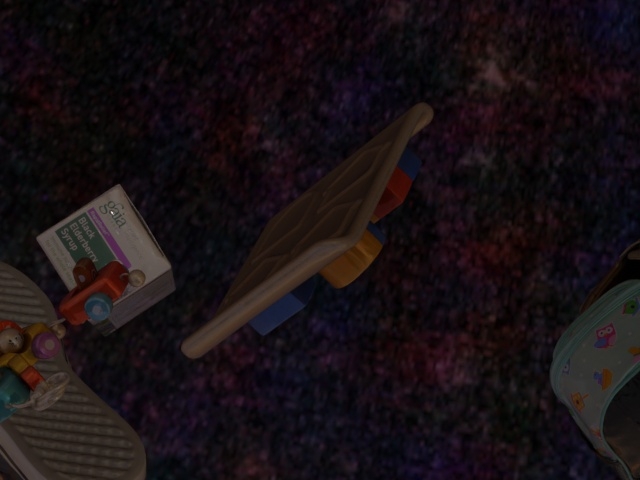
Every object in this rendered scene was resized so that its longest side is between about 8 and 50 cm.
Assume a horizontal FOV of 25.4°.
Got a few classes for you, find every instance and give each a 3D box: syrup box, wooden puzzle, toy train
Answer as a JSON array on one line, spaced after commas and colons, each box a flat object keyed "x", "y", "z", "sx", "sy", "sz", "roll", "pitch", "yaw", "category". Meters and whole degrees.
[{"x": -0.206, "y": 0.025, "z": 1.394, "sx": 0.096, "sy": 0.237, "sz": 0.093, "roll": -33, "pitch": 87, "yaw": -7, "category": "syrup box"}, {"x": 0.000, "y": 0.000, "z": 1.824, "sx": 0.080, "sy": 0.348, "sz": 0.322, "roll": 46, "pitch": 130, "yaw": -10, "category": "wooden puzzle"}, {"x": -0.193, "y": 0.065, "z": 0.966, "sx": 0.125, "sy": 0.166, "sz": 0.046, "roll": -31, "pitch": 107, "yaw": 24, "category": "toy train"}]

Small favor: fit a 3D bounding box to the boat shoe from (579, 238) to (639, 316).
[{"x": 0.442, "y": 0.045, "z": 1.819, "sx": 0.123, "sy": 0.324, "sz": 0.116, "roll": 32, "pitch": 161, "yaw": 29, "category": "boat shoe"}]

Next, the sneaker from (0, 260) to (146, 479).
[{"x": -0.253, "y": 0.146, "z": 1.187, "sx": 0.126, "sy": 0.321, "sz": 0.127, "roll": -17, "pitch": 134, "yaw": -28, "category": "sneaker"}]

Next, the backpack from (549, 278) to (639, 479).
[{"x": 0.289, "y": 0.117, "z": 1.241, "sx": 0.166, "sy": 0.144, "sz": 0.188, "roll": -40, "pitch": 141, "yaw": 4, "category": "backpack"}]
